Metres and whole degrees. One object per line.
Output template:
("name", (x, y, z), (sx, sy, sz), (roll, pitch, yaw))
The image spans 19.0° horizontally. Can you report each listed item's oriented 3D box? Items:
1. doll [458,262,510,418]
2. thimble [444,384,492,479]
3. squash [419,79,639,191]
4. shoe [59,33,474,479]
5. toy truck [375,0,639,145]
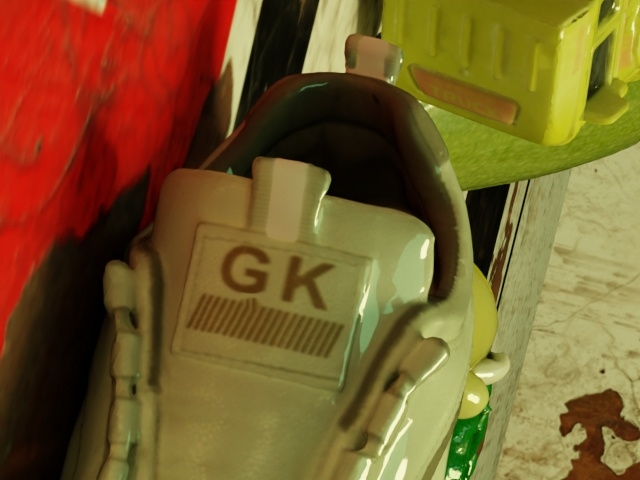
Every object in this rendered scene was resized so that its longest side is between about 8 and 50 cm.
("doll", (0.037, 0.052, 0.920), (0.062, 0.106, 0.162), (-46, -177, 33))
("thimble", (0.034, 0.121, 0.992), (0.118, 0.090, 0.130), (95, 14, -50))
("squash", (0.079, -0.123, 1.107), (0.260, 0.189, 0.189), (-10, 119, -40))
("shoe", (-0.018, 0.055, 0.541), (0.316, 0.124, 0.159), (-73, 172, -50))
("toy truck", (0.090, -0.168, 0.811), (0.157, 0.124, 0.272), (-46, 150, -41))
